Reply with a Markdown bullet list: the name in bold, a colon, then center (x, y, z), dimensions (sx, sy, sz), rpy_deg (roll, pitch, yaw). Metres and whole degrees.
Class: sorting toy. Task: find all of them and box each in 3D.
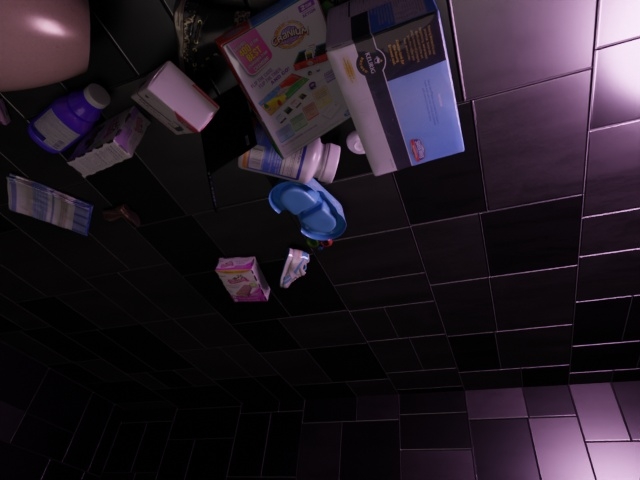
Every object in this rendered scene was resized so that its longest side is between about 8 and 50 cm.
- **sorting toy**: center (0.000, 0.000, 1.616), dimensions (0.102, 0.042, 0.061), rpy_deg (3, 125, 22)

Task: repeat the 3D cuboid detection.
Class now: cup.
- **cup**: center (-0.652, -0.483, 0.967), dimensions (0.237, 0.330, 0.331), rpy_deg (-1, 147, -33)

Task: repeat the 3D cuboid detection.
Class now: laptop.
- **laptop**: center (-0.258, -0.253, 1.217), dimensions (0.137, 0.234, 0.264), rpy_deg (-9, 150, -11)

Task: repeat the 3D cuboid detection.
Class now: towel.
- **towel**: center (-1.000, -0.122, 1.609), dimensions (0.285, 0.034, 0.209), rpy_deg (23, 138, -18)

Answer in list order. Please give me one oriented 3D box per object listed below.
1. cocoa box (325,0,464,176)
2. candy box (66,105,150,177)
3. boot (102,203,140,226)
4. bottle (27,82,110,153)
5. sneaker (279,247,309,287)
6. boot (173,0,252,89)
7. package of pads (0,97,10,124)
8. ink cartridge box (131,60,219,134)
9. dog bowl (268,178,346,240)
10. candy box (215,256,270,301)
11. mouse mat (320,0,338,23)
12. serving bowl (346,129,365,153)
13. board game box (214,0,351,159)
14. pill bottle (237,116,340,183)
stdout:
- **cocoa box**: center (0.178, -0.369, 1.007), dimensions (0.228, 0.231, 0.347), rpy_deg (-14, 136, 17)
- **candy box**: center (-0.611, -0.286, 1.264), dimensions (0.197, 0.164, 0.070), rpy_deg (-16, 135, 24)
- **boot**: center (-0.741, -0.082, 1.616), dimensions (0.114, 0.037, 0.106), rpy_deg (-17, 121, 20)
- **bottle**: center (-0.719, -0.355, 1.255), dimensions (0.283, 0.092, 0.118), rpy_deg (-22, 127, 29)
- **sneaker**: center (-0.108, 0.122, 1.731), dimensions (0.093, 0.087, 0.228), rpy_deg (12, 141, -9)
- **boot**: center (-0.256, -0.464, 1.075), dimensions (0.179, 0.085, 0.236), rpy_deg (5, 141, -3)
- **package of pads**: center (-0.965, -0.389, 1.296), dimensions (0.050, 0.031, 0.083), rpy_deg (14, 139, -4)
- **ink cartridge box**: center (-0.379, -0.358, 1.122), dimensions (0.159, 0.092, 0.218), rpy_deg (40, 169, -32)
- **dog bowl**: center (-0.037, -0.116, 1.455), dimensions (0.166, 0.074, 0.297), rpy_deg (-27, 129, 32)
- **candy box**: center (-0.320, 0.167, 1.822), dimensions (0.160, 0.071, 0.233), rpy_deg (-3, 138, 12)
- **mouse mat**: center (0.017, -0.476, 1.081), dimensions (0.153, 0.007, 0.190), rpy_deg (28, 136, -24)
- **serving bowl**: center (0.117, -0.284, 1.274), dimensions (0.084, 0.027, 0.083), rpy_deg (3, 139, 3)
- **board game box**: center (-0.066, -0.388, 1.048), dimensions (0.242, 0.064, 0.316), rpy_deg (-33, 132, -5)
- **pill bottle**: center (-0.088, -0.249, 1.247), dimensions (0.273, 0.152, 0.152), rpy_deg (12, 139, -8)
